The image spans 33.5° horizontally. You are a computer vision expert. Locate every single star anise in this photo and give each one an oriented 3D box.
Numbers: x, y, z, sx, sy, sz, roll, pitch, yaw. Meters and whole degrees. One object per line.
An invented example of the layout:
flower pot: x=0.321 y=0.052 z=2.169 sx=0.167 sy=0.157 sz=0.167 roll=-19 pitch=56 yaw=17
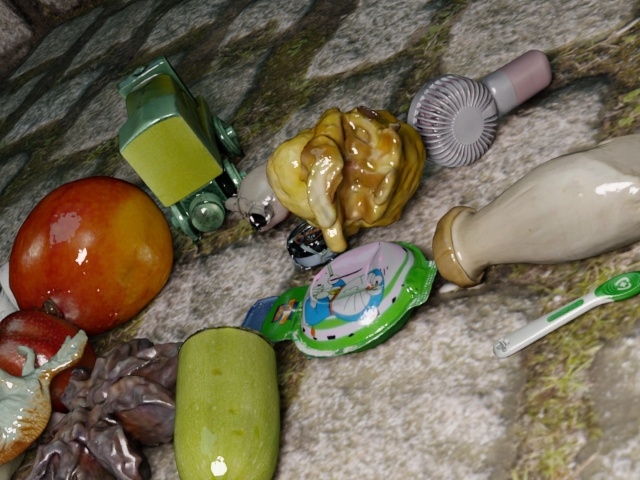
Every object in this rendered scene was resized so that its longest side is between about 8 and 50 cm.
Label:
star anise: x=-0.295 y=0.251 z=1.459 sx=0.332 sy=0.117 sz=0.331 roll=-30 pitch=35 yaw=24

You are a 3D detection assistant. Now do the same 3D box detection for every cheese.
cheese: x=0.013 y=0.084 z=1.389 sx=0.320 sy=0.083 sz=0.204 roll=-15 pitch=35 yaw=35

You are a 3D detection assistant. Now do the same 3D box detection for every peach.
peach: x=-0.380 y=0.033 z=1.768 sx=0.281 sy=0.238 sz=0.281 roll=2 pitch=56 yaw=-3

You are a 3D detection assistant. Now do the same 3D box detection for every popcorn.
popcorn: x=0.032 y=-0.095 z=1.454 sx=0.191 sy=0.190 sz=0.253 roll=-67 pitch=-15 yaw=11

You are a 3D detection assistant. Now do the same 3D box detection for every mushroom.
mushroom: x=0.281 y=-0.034 z=1.222 sx=0.350 sy=0.128 sz=0.128 roll=-21 pitch=32 yaw=37

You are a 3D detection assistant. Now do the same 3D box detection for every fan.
fan: x=0.236 y=-0.198 z=1.534 sx=0.244 sy=0.130 sz=0.074 roll=-32 pitch=28 yaw=-18

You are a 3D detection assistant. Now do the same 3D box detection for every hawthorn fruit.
hawthorn fruit: x=-0.421 y=0.196 z=1.639 sx=0.169 sy=0.188 sz=0.169 roll=-156 pitch=90 yaw=-81

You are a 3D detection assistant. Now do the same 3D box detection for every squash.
squash: x=-0.114 y=0.226 z=1.276 sx=0.132 sy=0.132 sz=0.247 roll=-28 pitch=35 yaw=18

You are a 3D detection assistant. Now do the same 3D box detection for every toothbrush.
toothbrush: x=0.320 y=0.054 z=1.144 sx=0.304 sy=0.030 sz=0.030 roll=-31 pitch=28 yaw=18

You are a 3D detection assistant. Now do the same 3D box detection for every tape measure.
tape measure: x=-0.002 y=0.000 z=1.566 sx=0.094 sy=0.054 sz=0.091 roll=-17 pitch=32 yaw=22

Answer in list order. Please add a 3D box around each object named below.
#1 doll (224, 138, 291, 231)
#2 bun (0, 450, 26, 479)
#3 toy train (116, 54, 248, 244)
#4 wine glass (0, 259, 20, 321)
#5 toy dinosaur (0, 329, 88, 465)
doll: x=-0.066 y=-0.088 z=1.734 sx=0.192 sy=0.095 sz=0.149 roll=-43 pitch=30 yaw=-15
bun: x=-0.576 y=0.336 z=1.613 sx=0.273 sy=0.168 sz=0.273 roll=-26 pitch=21 yaw=11
toy train: x=-0.248 y=-0.170 z=1.902 sx=0.160 sy=0.253 sz=0.397 roll=-33 pitch=29 yaw=6
wine glass: x=-0.559 y=0.148 z=1.895 sx=0.196 sy=0.165 sz=0.165 roll=-42 pitch=27 yaw=6
toy dinosaur: x=-0.483 y=0.269 z=1.461 sx=0.205 sy=0.092 sz=0.393 roll=16 pitch=62 yaw=21
